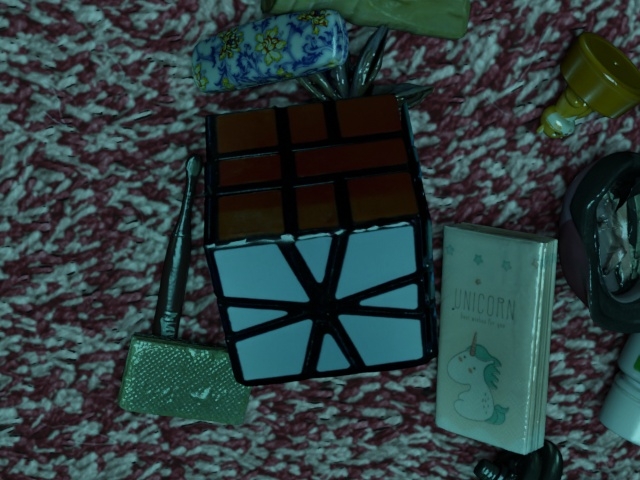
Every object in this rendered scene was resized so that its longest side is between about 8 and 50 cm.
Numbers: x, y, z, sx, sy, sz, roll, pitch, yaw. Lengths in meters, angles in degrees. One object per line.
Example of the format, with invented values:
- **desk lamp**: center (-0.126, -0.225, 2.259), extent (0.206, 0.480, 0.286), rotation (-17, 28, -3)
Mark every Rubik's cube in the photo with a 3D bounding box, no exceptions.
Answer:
- **Rubik's cube**: center (0.000, 0.000, 1.507), extent (0.293, 0.283, 0.288), rotation (-7, 132, 4)

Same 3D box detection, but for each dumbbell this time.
- **dumbbell**: center (0.353, 0.427, 1.706), extent (0.290, 0.192, 0.192), rotation (37, 99, -9)

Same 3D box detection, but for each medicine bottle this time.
- **medicine bottle**: center (0.522, 0.191, 1.682), extent (0.139, 0.139, 0.237), rotation (22, 99, -6)

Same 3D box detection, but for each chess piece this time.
- **chess piece**: center (0.073, -0.360, 1.569), extent (0.300, 0.137, 0.137), rotation (8, 103, -16)

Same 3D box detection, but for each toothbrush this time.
- **toothbrush**: center (-0.221, 0.046, 1.681), extent (0.040, 0.041, 0.364), rotation (10, 103, -4)

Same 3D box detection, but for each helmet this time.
- **helmet**: center (0.425, -0.006, 1.622), extent (0.198, 0.154, 0.253), rotation (9, 99, -29)

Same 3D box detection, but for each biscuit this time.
- **biscuit**: center (-0.202, 0.214, 1.695), extent (0.199, 0.040, 0.121), rotation (10, 104, -20)

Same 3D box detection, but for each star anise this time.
- **star anise**: center (0.048, -0.207, 1.600), extent (0.236, 0.093, 0.229), rotation (29, 115, -3)

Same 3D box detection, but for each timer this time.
- **timer**: center (0.378, -0.205, 1.614), extent (0.132, 0.132, 0.152), rotation (36, 122, -9)

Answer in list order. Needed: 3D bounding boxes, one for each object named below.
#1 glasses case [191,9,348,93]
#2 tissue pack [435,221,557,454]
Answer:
- **glasses case**: center (-0.074, -0.264, 1.555), extent (0.248, 0.065, 0.087), rotation (-6, 90, 32)
- **tissue pack**: center (0.261, 0.144, 1.663), extent (0.170, 0.071, 0.325), rotation (11, 105, 38)
